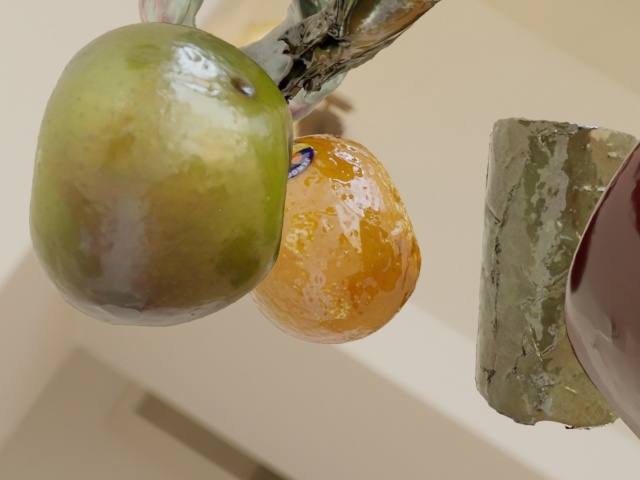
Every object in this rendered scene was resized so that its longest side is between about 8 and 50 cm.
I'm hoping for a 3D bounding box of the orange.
[{"bbox_3d":[0.003,-0.001,1.390,0.155,0.178,0.177,-32,-9,-4],"label":"orange"}]

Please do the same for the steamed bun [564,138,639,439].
[{"bbox_3d":[0.317,0.040,1.179,0.248,0.235,0.379,-21,-35,-25],"label":"steamed bun"}]

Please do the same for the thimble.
[{"bbox_3d":[-0.070,-0.197,1.454,0.211,0.185,0.149,-52,27,15],"label":"thimble"}]

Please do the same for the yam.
[{"bbox_3d":[0.239,0.022,1.653,0.168,0.168,0.304,-40,-45,-71],"label":"yam"}]

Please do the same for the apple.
[{"bbox_3d":[-0.098,-0.042,1.060,0.196,0.157,0.196,-172,90,-90],"label":"apple"}]

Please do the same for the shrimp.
[{"bbox_3d":[-0.006,-0.195,1.057,0.262,0.198,0.051,-41,26,42],"label":"shrimp"}]
